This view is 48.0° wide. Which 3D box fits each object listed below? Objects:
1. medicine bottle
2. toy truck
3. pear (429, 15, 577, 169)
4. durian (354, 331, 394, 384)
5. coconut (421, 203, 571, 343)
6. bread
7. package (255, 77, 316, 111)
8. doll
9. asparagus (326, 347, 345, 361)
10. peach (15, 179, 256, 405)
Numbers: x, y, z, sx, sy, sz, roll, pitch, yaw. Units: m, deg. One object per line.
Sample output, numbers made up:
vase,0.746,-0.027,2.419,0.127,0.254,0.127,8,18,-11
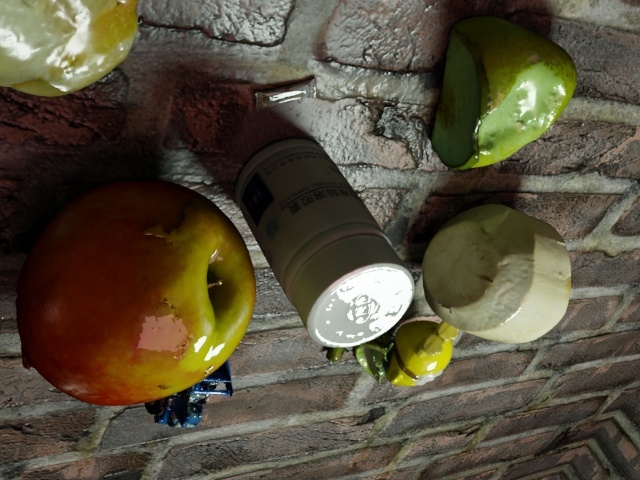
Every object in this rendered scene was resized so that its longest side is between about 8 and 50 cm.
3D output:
medicine bottle,0.000,0.000,1.191,0.189,0.332,0.190,-19,140,-17
toy truck,-0.269,0.306,1.500,0.113,0.126,0.208,13,123,-42
pear,0.344,-0.257,1.298,0.292,0.159,0.293,-21,140,-19
durian,0.143,0.278,1.769,0.086,0.100,0.215,-23,147,-17
coconut,0.391,0.074,1.580,0.322,0.323,0.323,-19,140,-17
bread,-0.320,-0.321,0.740,0.300,0.210,0.341,-49,151,-15
package,-0.055,-0.235,1.159,0.110,0.015,0.037,-17,134,-21
doll,0.222,0.287,1.752,0.199,0.145,0.363,-36,167,-25
asparagus,0.056,0.216,1.694,0.045,0.041,0.178,-13,137,-35
peach,-0.291,0.080,1.100,0.369,0.370,0.370,-19,140,-17
